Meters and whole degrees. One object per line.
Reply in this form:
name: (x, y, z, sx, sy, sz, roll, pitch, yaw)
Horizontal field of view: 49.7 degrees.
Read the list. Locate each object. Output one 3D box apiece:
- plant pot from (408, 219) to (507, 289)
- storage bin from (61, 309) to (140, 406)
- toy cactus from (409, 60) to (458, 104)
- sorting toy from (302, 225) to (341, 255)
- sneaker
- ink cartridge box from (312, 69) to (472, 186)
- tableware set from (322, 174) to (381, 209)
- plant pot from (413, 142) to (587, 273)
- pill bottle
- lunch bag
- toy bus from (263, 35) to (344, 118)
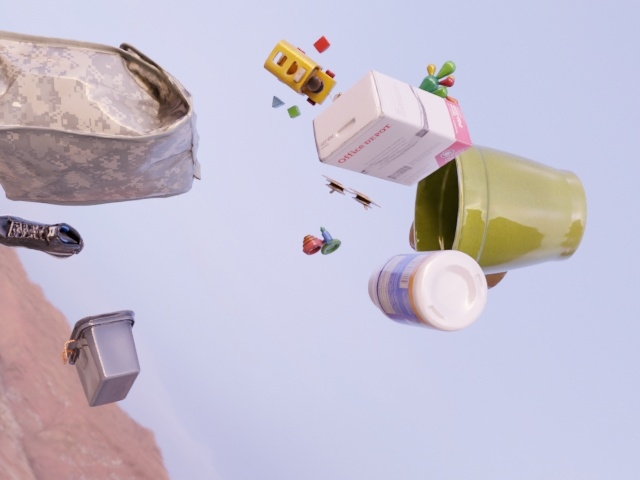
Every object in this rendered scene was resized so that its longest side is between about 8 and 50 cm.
plant pot: (0.396, 0.003, 2.020, 0.254, 0.237, 0.237, 15, -18, -19)
storage bin: (-0.309, 0.173, 0.980, 0.135, 0.098, 0.091, -54, -128, 46)
toy cactus: (0.207, -0.298, 1.507, 0.219, 0.180, 0.112, -29, -82, 37)
sorting toy: (0.000, 0.000, 1.518, 0.061, 0.102, 0.042, -50, -121, 35)
sneaker: (-0.647, -0.022, 1.579, 0.217, 0.079, 0.121, 19, -25, -38)
ink cartridge box: (0.119, -0.180, 1.159, 0.158, 0.218, 0.092, -34, -121, 42)
tableware set: (0.092, -0.144, 2.224, 0.194, 0.039, 0.128, 28, 0, 27)
plant pot: (0.456, -0.070, 1.747, 0.366, 0.353, 0.366, -177, -90, -81)
pill bottle: (0.197, 0.097, 1.375, 0.152, 0.152, 0.272, 54, -16, -9)
lunch bag: (-0.310, -0.156, 0.970, 0.287, 0.169, 0.235, 5, -21, -9)
toy bus: (-0.044, -0.415, 1.740, 0.202, 0.104, 0.191, -8, -87, 15)
